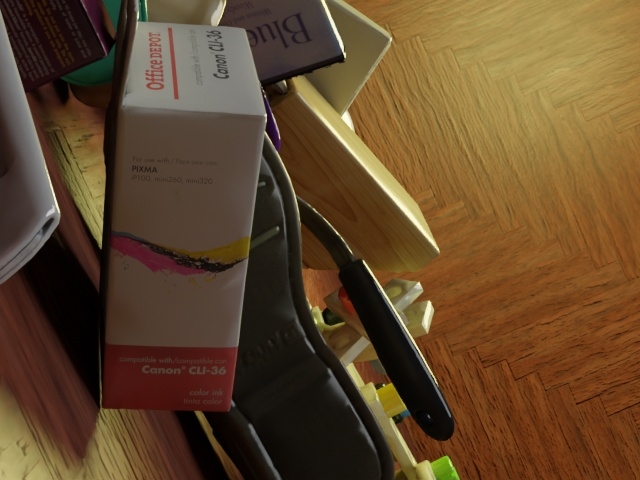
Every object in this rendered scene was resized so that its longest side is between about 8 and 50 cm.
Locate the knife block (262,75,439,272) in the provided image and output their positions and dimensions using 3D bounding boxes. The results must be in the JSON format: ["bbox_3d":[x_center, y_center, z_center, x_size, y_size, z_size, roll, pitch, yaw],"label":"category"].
[{"bbox_3d":[-0.025,-0.096,1.137,0.088,0.276,0.242,-108,-157,-55],"label":"knife block"}]

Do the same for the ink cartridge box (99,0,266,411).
[{"bbox_3d":[-0.068,-0.031,0.660,0.115,0.067,0.198,-107,-158,-60],"label":"ink cartridge box"}]

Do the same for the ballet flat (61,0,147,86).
[{"bbox_3d":[-0.168,-0.185,0.709,0.096,0.095,0.280,55,-2,27],"label":"ballet flat"}]

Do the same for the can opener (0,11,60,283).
[{"bbox_3d":[-0.152,-0.096,0.458,0.093,0.074,0.280,60,7,-56],"label":"can opener"}]

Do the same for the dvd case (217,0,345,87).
[{"bbox_3d":[-0.109,-0.200,0.939,0.022,0.180,0.253,-91,160,-51],"label":"dvd case"}]

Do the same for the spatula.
[{"bbox_3d":[0.000,0.000,0.866,0.296,0.030,0.084,55,-38,1],"label":"spatula"}]

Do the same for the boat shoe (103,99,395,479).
[{"bbox_3d":[-0.061,0.040,0.846,0.104,0.111,0.307,-4,-72,68],"label":"boat shoe"}]

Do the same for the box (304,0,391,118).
[{"bbox_3d":[-0.075,-0.220,1.220,0.275,0.094,0.113,33,10,-6],"label":"box"}]

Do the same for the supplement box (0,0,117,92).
[{"bbox_3d":[-0.134,-0.084,0.584,0.055,0.083,0.043,-98,164,-74],"label":"supplement box"}]

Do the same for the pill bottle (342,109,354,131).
[{"bbox_3d":[-0.057,-0.124,1.391,0.283,0.161,0.161,-109,174,-49],"label":"pill bottle"}]

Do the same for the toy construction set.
[{"bbox_3d":[0.042,0.169,1.230,0.215,0.151,0.327,-105,-178,-65],"label":"toy construction set"}]

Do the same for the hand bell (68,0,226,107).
[{"bbox_3d":[-0.173,-0.203,0.818,0.242,0.126,0.126,49,15,-41],"label":"hand bell"}]
